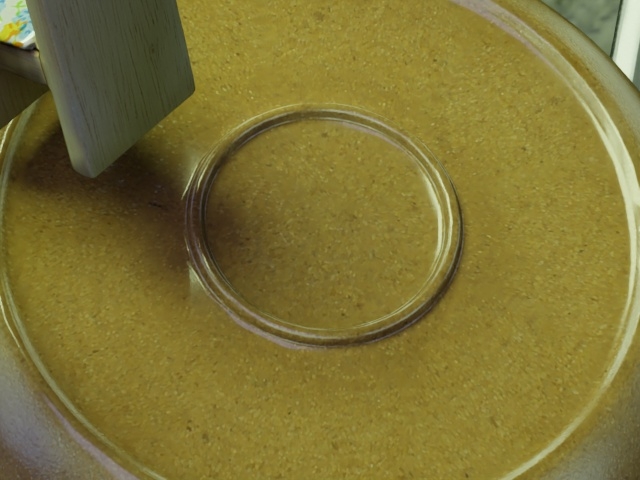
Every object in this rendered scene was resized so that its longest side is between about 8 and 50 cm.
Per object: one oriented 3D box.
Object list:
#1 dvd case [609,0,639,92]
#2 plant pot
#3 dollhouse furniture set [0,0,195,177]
[{"bbox_3d":[0.185,-0.078,0.581,0.179,0.029,0.239,8,78,17],"label":"dvd case"},{"bbox_3d":[0.000,0.000,0.529,0.236,0.032,0.236,2,62,-4],"label":"plant pot"},{"bbox_3d":[-0.132,-0.129,0.500,0.212,0.161,0.242,23,51,31],"label":"dollhouse furniture set"}]
